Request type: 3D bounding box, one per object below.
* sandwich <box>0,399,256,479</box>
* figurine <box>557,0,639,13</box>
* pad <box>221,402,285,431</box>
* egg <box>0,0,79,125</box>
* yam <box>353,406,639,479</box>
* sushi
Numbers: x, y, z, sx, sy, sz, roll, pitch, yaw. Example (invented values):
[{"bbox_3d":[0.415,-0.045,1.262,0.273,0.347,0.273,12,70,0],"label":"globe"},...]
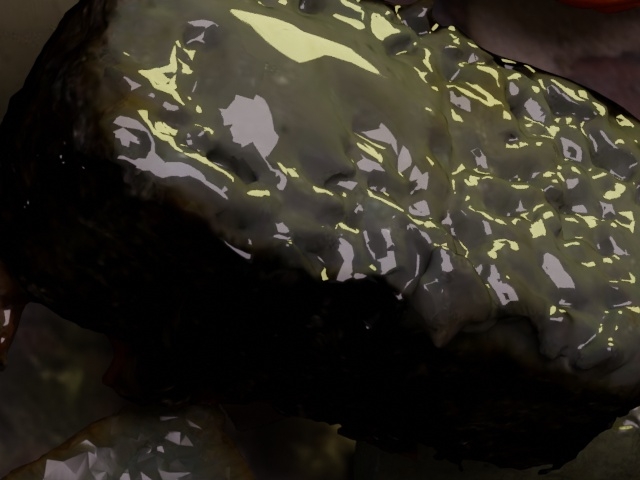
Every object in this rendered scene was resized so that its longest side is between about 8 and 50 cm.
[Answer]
[{"bbox_3d":[-0.081,0.253,0.774,0.262,0.131,0.325,-28,74,-31],"label":"sandwich"},{"bbox_3d":[0.219,-0.312,1.159,0.306,0.241,0.412,27,46,-12],"label":"figurine"},{"bbox_3d":[-0.033,0.020,0.958,0.113,0.006,0.188,-15,46,-24],"label":"pad"},{"bbox_3d":[-0.130,-0.151,0.937,0.269,0.219,0.219,-1,61,-7],"label":"egg"},{"bbox_3d":[0.100,0.099,0.957,0.179,0.078,0.078,-3,62,-17],"label":"yam"},{"bbox_3d":[0.000,0.000,0.805,0.343,0.182,0.196,19,41,-18],"label":"sushi"}]
